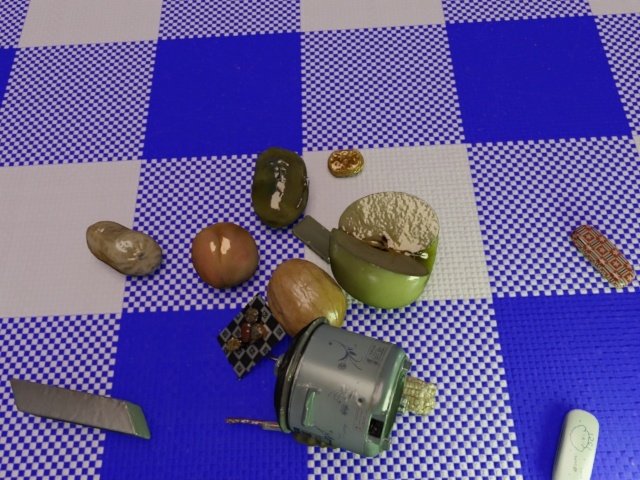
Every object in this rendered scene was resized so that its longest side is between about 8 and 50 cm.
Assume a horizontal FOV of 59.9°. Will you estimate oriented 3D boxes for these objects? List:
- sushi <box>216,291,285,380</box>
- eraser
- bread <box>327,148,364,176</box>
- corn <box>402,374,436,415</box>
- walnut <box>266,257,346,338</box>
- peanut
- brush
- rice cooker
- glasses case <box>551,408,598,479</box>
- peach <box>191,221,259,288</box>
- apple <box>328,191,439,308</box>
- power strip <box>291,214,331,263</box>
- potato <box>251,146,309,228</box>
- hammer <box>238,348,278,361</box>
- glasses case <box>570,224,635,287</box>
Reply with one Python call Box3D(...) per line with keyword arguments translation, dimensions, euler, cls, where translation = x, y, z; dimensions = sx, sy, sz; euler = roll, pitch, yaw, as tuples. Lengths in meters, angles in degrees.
Box3D(translation=(-0.190, 0.244, 1.396), dimensions=(0.201, 0.031, 0.139), euler=(-47, 63, 21), cls="sushi")
Box3D(translation=(-0.583, 0.411, 1.353), dimensions=(0.353, 0.111, 0.077), euler=(9, 68, 7), cls="eraser")
Box3D(translation=(0.076, -0.231, 1.662), dimensions=(0.111, 0.044, 0.083), euler=(-7, 68, 1), cls="bread")
Box3D(translation=(0.177, 0.361, 1.357), dimensions=(0.211, 0.087, 0.087), euler=(15, 66, 14), cls="corn")
Box3D(translation=(-0.039, 0.152, 1.401), dimensions=(0.193, 0.193, 0.225), euler=(-35, 78, -13), cls="walnut")
Box3D(translation=(-0.546, 0.021, 1.529), dimensions=(0.225, 0.129, 0.129), euler=(20, 67, 14), cls="peanut")
Box3D(translation=(-0.080, 0.445, 1.329), dimensions=(0.302, 0.084, 0.071), euler=(6, 66, 8), cls="brush")
Box3D(translation=(0.037, 0.318, 1.214), dimensions=(0.317, 0.316, 0.264), euler=(11, 110, 8), cls="rice cooker")
Box3D(translation=(0.591, 0.491, 1.287), dimensions=(0.076, 0.049, 0.197), euler=(20, 67, 12), cls="glasses case")
Box3D(translation=(-0.257, 0.037, 1.480), dimensions=(0.185, 0.184, 0.184), euler=(-1, 65, 2), cls="peach")
Box3D(translation=(0.160, 0.038, 1.422), dimensions=(0.258, 0.233, 0.295), euler=(12, 51, 15), cls="apple")
Box3D(translation=(0.000, 0.000, 1.564), dimensions=(0.169, 0.028, 0.076), euler=(40, 72, 21), cls="power strip")
Box3D(translation=(-0.114, -0.153, 1.579), dimensions=(0.170, 0.143, 0.248), euler=(-1, 65, 14), cls="potato")
Box3D(translation=(-0.075, 0.322, 1.418), dimensions=(0.292, 0.029, 0.058), euler=(26, 71, 12), cls="hammer")
Box3D(translation=(0.758, 0.041, 1.493), dimensions=(0.073, 0.049, 0.194), euler=(-29, 67, -12), cls="glasses case")
